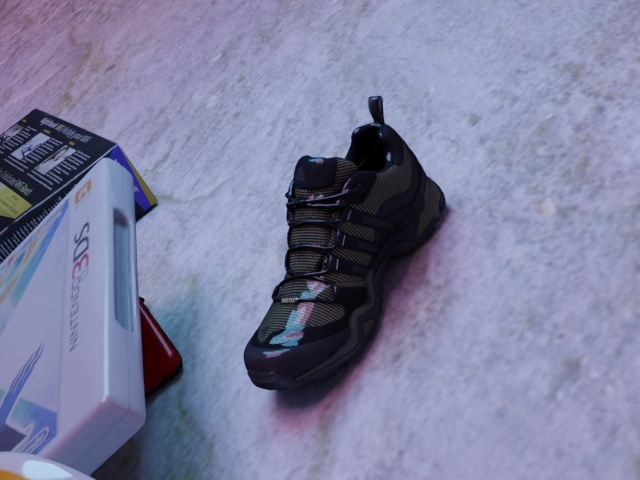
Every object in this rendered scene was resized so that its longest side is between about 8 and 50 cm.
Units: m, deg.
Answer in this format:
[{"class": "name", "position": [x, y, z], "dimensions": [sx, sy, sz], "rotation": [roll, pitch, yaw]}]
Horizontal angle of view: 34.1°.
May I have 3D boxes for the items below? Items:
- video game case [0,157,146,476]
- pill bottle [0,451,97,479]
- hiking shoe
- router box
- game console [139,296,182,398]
[{"class": "video game case", "position": [-0.248, 0.124, 0.749], "dimensions": [0.329, 0.036, 0.300], "rotation": [-43, 30, 16]}, {"class": "pill bottle", "position": [-0.181, 0.247, 0.482], "dimensions": [0.152, 0.152, 0.272], "rotation": [-6, 38, 39]}, {"class": "hiking shoe", "position": [0.000, 0.000, 0.731], "dimensions": [0.086, 0.114, 0.227], "rotation": [-5, 38, 41]}, {"class": "router box", "position": [-0.346, -0.027, 1.147], "dimensions": [0.243, 0.081, 0.309], "rotation": [-41, 30, -15]}, {"class": "game console", "position": [-0.185, 0.113, 0.843], "dimensions": [0.144, 0.085, 0.124], "rotation": [-37, 60, -8]}]
